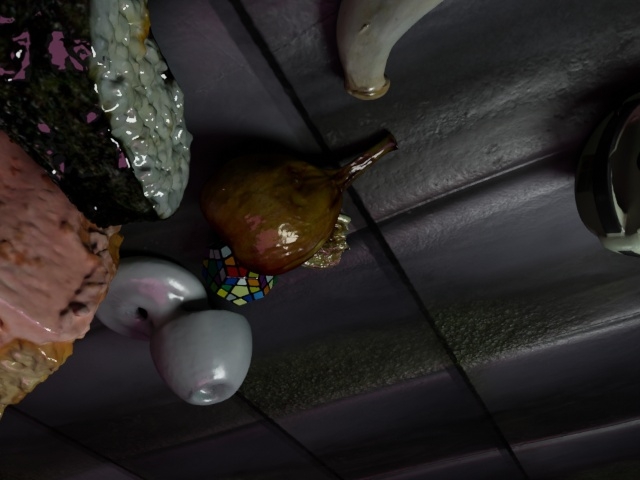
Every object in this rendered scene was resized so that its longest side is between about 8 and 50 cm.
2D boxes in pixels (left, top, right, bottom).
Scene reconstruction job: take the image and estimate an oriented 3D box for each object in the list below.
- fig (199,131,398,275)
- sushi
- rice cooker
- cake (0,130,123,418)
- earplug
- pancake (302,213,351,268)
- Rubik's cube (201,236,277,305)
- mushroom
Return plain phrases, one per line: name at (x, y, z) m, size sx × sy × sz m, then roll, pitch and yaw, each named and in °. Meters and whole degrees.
fig at (-0.024, -0.057, 0.823) m, size 0.291 × 0.190 × 0.190 m, roll -17°, pitch 134°, yaw 16°
sushi at (-0.269, -0.164, 0.668) m, size 0.171 × 0.210 × 0.350 m, roll -1°, pitch 147°, yaw 7°
rice cooker at (0.488, -0.081, 0.800) m, size 0.244 × 0.226 × 0.226 m, roll 11°, pitch 134°, yaw -18°
cake at (-0.468, 0.029, 0.807) m, size 0.293 × 0.314 × 0.307 m, roll -34°, pitch 118°, yaw 25°
earplug at (-0.269, 0.157, 1.034) m, size 0.326 × 0.175 × 0.214 m, roll 35°, pitch 131°, yaw 5°
pancake at (-0.006, -0.001, 0.991) m, size 0.116 × 0.022 × 0.129 m, roll -2°, pitch 131°, yaw -1°
Rubik's cube at (-0.133, 0.043, 0.965) m, size 0.133 × 0.133 × 0.112 m, roll 36°, pitch 95°, yaw -32°
mushroom at (0.083, -0.279, 0.668) m, size 0.118 × 0.103 × 0.270 m, roll 23°, pitch 140°, yaw -16°
